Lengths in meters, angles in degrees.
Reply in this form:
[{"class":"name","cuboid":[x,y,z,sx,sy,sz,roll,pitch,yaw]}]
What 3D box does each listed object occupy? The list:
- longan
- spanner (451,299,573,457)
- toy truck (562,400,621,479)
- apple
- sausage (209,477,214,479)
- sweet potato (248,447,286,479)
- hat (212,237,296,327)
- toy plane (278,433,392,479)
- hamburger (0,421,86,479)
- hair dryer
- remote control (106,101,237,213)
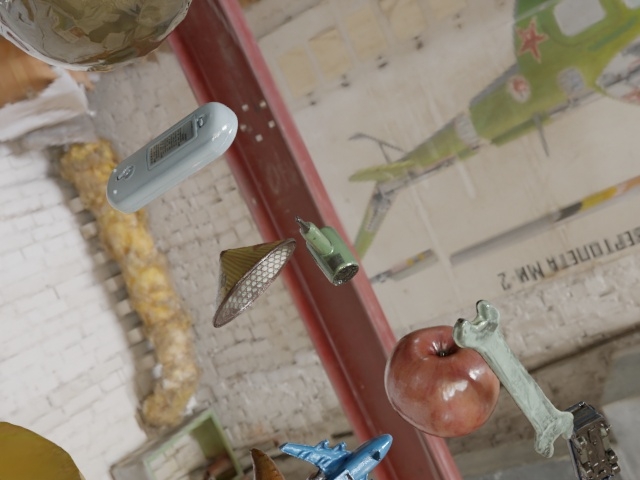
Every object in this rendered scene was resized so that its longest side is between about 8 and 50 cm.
[{"class":"longan","cuboid":[-0.379,-0.473,1.228,0.404,0.436,0.404,-46,-179,1]},{"class":"spanner","cuboid":[0.240,0.172,0.961,0.071,0.302,0.017,-46,-144,-10]},{"class":"toy truck","cuboid":[0.511,0.396,1.522,0.074,0.202,0.088,-27,-150,-6]},{"class":"apple","cuboid":[0.159,0.180,1.054,0.153,0.120,0.153,2,-144,-1]},{"class":"sausage","cuboid":[-0.264,0.637,1.520,0.372,0.082,0.082,-62,-177,1]},{"class":"sweet potato","cuboid":[-0.046,0.427,1.188,0.057,0.265,0.057,-25,157,-11]},{"class":"hat","cuboid":[-0.131,0.045,1.294,0.193,0.082,0.193,-46,171,-9]},{"class":"toy plane","cuboid":[0.038,0.486,1.627,0.271,0.254,0.105,-38,-176,3]},{"class":"hamburger","cuboid":[-0.366,0.376,0.743,0.395,0.278,0.396,-1,-157,1]},{"class":"hair dryer","cuboid":[0.000,0.000,1.016,0.047,0.071,0.150,-37,150,2]},{"class":"remote control","cuboid":[-0.221,-0.119,1.162,0.244,0.087,0.047,-30,143,24]}]
